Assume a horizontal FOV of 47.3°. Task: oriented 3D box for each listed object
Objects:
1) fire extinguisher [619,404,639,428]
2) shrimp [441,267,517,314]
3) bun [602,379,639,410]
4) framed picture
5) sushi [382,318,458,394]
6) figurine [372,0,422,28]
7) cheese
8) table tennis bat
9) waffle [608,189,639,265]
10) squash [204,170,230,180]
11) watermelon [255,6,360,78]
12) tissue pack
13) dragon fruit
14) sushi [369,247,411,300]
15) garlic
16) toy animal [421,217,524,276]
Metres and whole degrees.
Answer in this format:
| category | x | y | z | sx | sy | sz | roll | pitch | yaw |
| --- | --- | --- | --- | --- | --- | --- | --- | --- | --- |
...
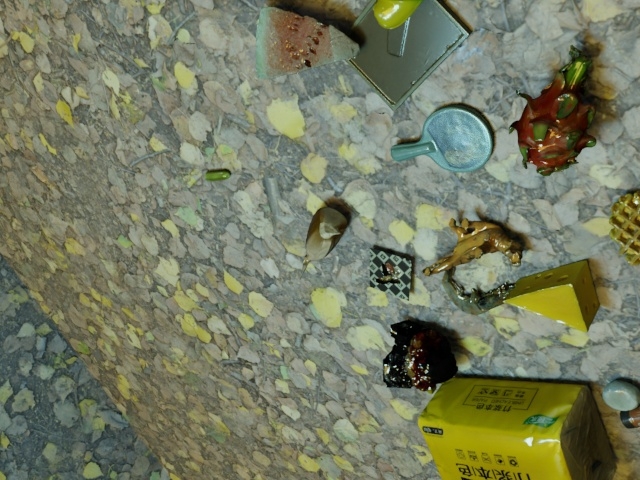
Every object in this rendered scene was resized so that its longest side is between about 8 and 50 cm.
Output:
| category | x | y | z | sx | sy | sz | roll | pitch | yaw |
| --- | --- | --- | --- | --- | --- | --- | --- | --- | --- |
| fire extinguisher | 0.741 | 0.373 | 1.588 | 0.062 | 0.050 | 0.177 | 23 | 147 | -28 |
| shrimp | 0.360 | 0.102 | 1.697 | 0.147 | 0.035 | 0.195 | 52 | 140 | -4 |
| bun | 0.670 | 0.343 | 1.627 | 0.083 | 0.045 | 0.083 | 25 | 138 | 25 |
| framed picture | 0.155 | -0.397 | 1.461 | 0.189 | 0.023 | 0.260 | 46 | 139 | -1 |
| sushi | 0.263 | 0.303 | 1.849 | 0.150 | 0.153 | 0.172 | 19 | 116 | 54 |
| figurine | 0.151 | -0.515 | 1.215 | 0.340 | 0.231 | 0.323 | 2 | 129 | 32 |
| cheese | 0.484 | 0.114 | 1.556 | 0.171 | 0.093 | 0.126 | -1 | 124 | 40 |
| table tennis bat | 0.250 | -0.203 | 1.535 | 0.237 | 0.038 | 0.149 | -7 | 118 | 39 |
| waffle | 0.632 | -0.017 | 1.370 | 0.191 | 0.038 | 0.191 | 22 | 135 | 24 |
| squash | -0.279 | -0.176 | 1.995 | 0.083 | 0.027 | 0.027 | 0 | 122 | 40 |
| watermelon | -0.027 | -0.414 | 1.541 | 0.241 | 0.094 | 0.154 | 17 | 122 | 39 |
| tissue pack | 0.475 | 0.504 | 1.781 | 0.382 | 0.228 | 0.293 | -6 | 116 | 41 |
| dragon fruit | 0.416 | -0.227 | 1.302 | 0.135 | 0.137 | 0.235 | -124 | 24 | -50 |
| sushi | 0.180 | 0.078 | 1.830 | 0.120 | 0.026 | 0.126 | 19 | 129 | 30 |
| garlic | -0.001 | -0.001 | 1.833 | 0.091 | 0.128 | 0.198 | 30 | 137 | -7 |
| toy animal | 0.320 | 0.022 | 1.630 | 0.116 | 0.114 | 0.255 | 14 | 158 | -32 |
